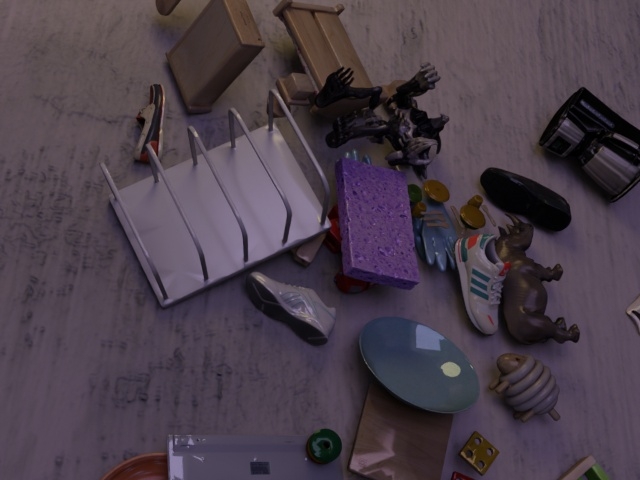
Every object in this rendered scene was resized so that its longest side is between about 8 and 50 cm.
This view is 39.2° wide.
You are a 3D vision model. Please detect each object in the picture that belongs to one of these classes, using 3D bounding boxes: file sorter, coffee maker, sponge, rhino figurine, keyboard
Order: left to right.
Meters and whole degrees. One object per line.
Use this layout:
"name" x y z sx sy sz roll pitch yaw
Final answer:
"file sorter" -0.144 -0.065 1.272 0.278 0.173 0.193 -26 75 -12
"keyboard" -0.083 0.299 1.217 0.256 0.014 0.072 6 67 -27
"sponge" 0.084 -0.029 1.359 0.117 0.031 0.210 14 52 -23
"rhino figurine" 0.330 0.059 1.447 0.106 0.073 0.243 -5 64 -10
"coffee maker" 0.497 -0.180 1.600 0.178 0.120 0.171 39 38 2

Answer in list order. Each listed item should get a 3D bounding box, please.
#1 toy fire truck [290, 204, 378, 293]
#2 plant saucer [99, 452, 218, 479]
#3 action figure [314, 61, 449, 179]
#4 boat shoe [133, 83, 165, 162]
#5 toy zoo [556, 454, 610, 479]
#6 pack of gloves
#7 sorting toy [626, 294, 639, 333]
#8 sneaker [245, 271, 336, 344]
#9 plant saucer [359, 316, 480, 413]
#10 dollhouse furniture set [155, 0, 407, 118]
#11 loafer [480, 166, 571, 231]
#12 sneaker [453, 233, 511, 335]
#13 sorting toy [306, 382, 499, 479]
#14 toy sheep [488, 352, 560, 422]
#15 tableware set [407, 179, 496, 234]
"toy fire truck" 0.000 0.000 1.388 0.135 0.047 0.192 -14 70 -22
"plant saucer" -0.210 0.376 1.155 0.200 0.037 0.200 6 65 -14
"action figure" 0.129 -0.187 1.415 0.276 0.141 0.164 2 78 -44
"boat shoe" -0.265 -0.184 1.396 0.043 0.049 0.137 4 69 -13
"toy zoo" 0.416 0.486 1.297 0.192 0.030 0.293 -29 77 -26
"pack of gloves" 0.118 -0.041 1.443 0.195 0.046 0.232 2 57 -30
"sorting toy" 0.558 0.123 1.511 0.075 0.045 0.083 -27 75 -6
"sneaker" -0.043 0.091 1.335 0.152 0.053 0.061 37 51 -5
"plant saucer" 0.139 0.191 1.318 0.195 0.037 0.195 19 30 -12
"dollhouse furniture set" -0.065 -0.320 1.517 0.356 0.174 0.303 -6 67 -45
"loafer" 0.349 -0.078 1.533 0.170 0.062 0.061 31 39 -5
"sneaker" 0.262 0.066 1.402 0.057 0.075 0.161 0 76 -55
"sorting toy" 0.119 0.294 1.286 0.275 0.046 0.132 21 61 -8
"toy sheep" 0.315 0.223 1.362 0.132 0.091 0.091 49 61 -7
"tableware set" 0.206 -0.055 1.462 0.154 0.024 0.104 -2 54 -32
